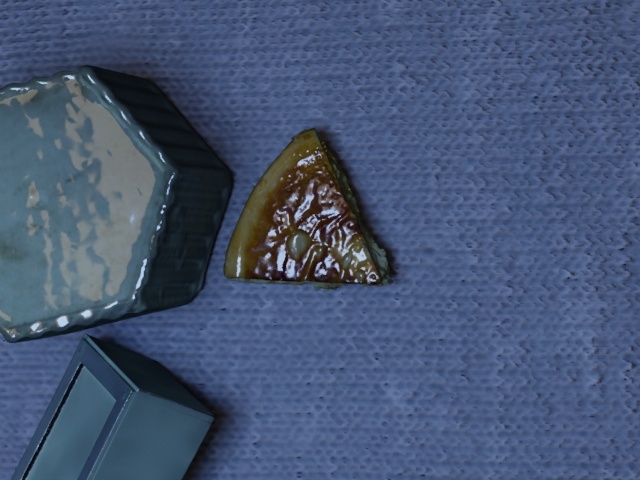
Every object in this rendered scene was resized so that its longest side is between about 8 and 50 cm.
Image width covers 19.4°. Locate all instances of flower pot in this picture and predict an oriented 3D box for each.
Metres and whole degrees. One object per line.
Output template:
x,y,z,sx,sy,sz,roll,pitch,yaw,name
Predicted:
-0.205,-0.031,1.598,0.209,0.189,0.239,19,93,10,flower pot

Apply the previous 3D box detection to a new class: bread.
-0.024,0.000,1.630,0.136,0.054,0.154,-30,78,8,bread

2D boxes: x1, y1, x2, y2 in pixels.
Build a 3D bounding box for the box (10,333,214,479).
-0.201,0.213,1.613,0.086,0.129,0.225,24,96,-34,box
